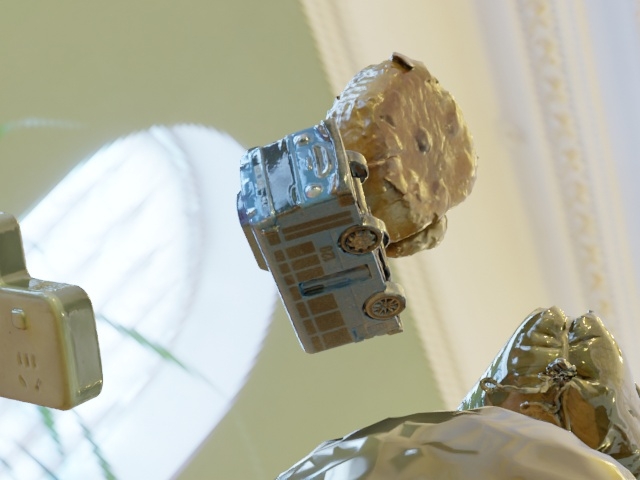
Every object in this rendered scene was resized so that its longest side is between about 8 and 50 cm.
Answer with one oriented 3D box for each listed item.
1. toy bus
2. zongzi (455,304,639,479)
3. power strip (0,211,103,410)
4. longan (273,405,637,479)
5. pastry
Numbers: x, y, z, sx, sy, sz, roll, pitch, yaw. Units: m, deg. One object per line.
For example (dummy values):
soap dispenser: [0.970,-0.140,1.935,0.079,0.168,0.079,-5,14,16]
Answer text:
toy bus: [0.000,0.000,1.783,0.234,0.133,0.116,68,8,-48]
zongzi: [0.347,0.196,1.976,0.418,0.181,0.447,11,-27,-5]
power strip: [-0.338,0.066,1.846,0.265,0.059,0.194,6,-72,42]
longan: [0.094,0.303,1.176,0.391,0.391,0.391,35,-23,17]
pastry: [0.090,-0.097,2.002,0.100,0.218,0.229,-14,-97,40]
